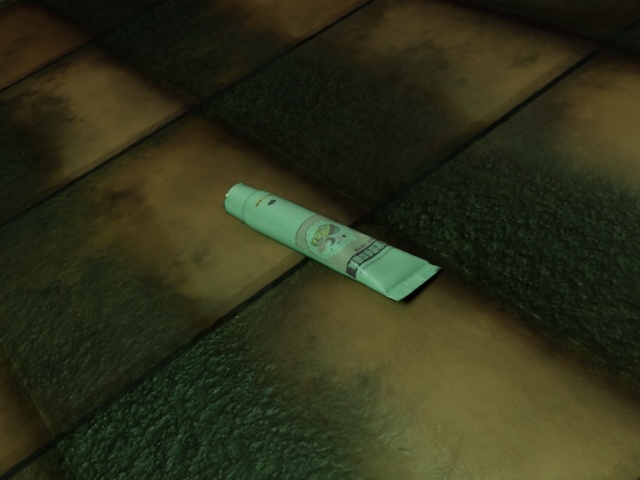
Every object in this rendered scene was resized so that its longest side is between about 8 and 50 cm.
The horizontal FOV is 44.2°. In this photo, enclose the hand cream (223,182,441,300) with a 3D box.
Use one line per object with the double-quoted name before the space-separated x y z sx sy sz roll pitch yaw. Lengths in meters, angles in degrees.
"hand cream" 0.000 0.000 1.044 0.331 0.058 0.085 27 42 35
